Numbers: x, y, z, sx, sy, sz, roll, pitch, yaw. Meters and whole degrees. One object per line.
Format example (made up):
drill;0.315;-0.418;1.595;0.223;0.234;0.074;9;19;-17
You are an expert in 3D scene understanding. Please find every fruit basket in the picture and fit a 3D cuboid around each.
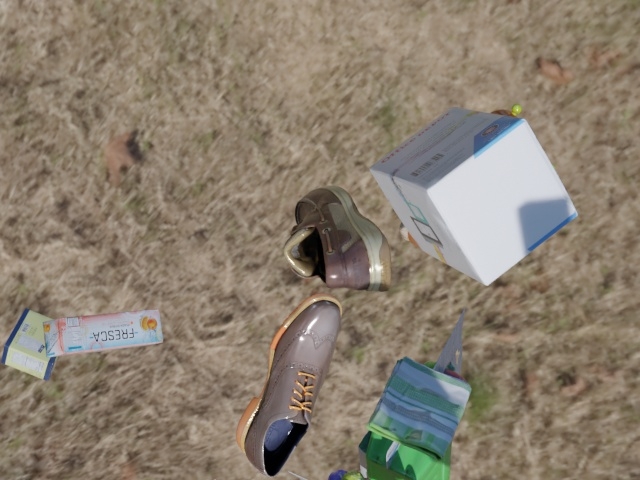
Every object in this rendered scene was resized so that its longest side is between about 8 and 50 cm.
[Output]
fruit basket;0.202;0.348;1.948;0.165;0.327;0.353;15;56;17

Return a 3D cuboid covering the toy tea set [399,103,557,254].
toy tea set;0.291;-0.117;1.918;0.336;0.124;0.200;-30;126;-6

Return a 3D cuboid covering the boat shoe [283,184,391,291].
boat shoe;0.000;0.000;1.535;0.123;0.342;0.123;-10;113;-15

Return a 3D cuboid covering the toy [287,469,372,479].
toy;0.074;0.444;1.736;0.056;0.237;0.137;-63;151;-18

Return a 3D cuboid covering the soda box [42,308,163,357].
soda box;-0.346;0.147;1.567;0.183;0.063;0.058;-2;81;-42

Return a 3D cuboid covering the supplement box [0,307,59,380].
supplement box;-0.468;0.172;1.619;0.083;0.056;0.083;24;47;-7

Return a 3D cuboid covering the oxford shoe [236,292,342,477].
oxford shoe;-0.038;0.276;1.845;0.130;0.133;0.363;15;104;-27

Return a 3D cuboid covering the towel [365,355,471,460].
towel;0.137;0.224;1.333;0.113;0.023;0.152;20;35;12

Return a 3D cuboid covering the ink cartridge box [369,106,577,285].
ink cartridge box;0.249;-0.085;1.653;0.198;0.270;0.197;-37;110;-6
